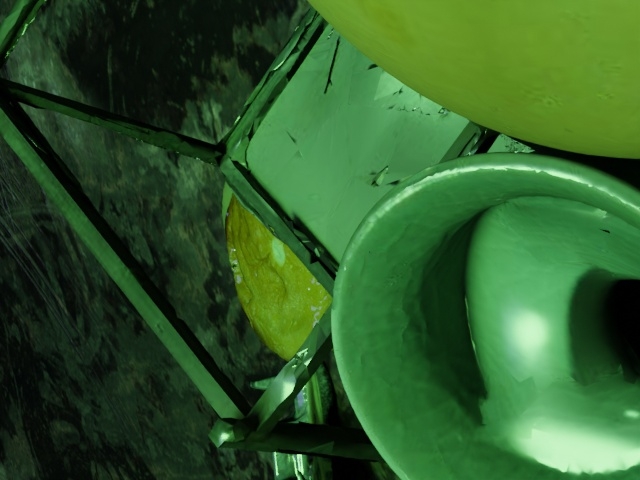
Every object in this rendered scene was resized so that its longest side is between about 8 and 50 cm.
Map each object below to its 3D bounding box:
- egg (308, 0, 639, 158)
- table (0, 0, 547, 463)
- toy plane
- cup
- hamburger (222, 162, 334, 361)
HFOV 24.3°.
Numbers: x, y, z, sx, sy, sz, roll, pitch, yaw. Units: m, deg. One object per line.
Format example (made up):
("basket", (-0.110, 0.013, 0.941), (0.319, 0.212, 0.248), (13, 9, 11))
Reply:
("egg", (0.111, -0.191, 0.583), (0.374, 0.301, 0.301), (45, 141, 48))
("table", (0.000, -0.059, 0.884), (0.335, 0.272, 0.222), (47, 109, 34))
("toy plane", (-0.019, 0.175, 1.298), (0.192, 0.088, 0.262), (103, 149, -84))
("cup", (0.126, 0.028, 0.677), (0.199, 0.150, 0.199), (15, 122, 26))
("hamburger", (0.000, 0.000, 1.156), (0.185, 0.113, 0.177), (55, 152, 38))
